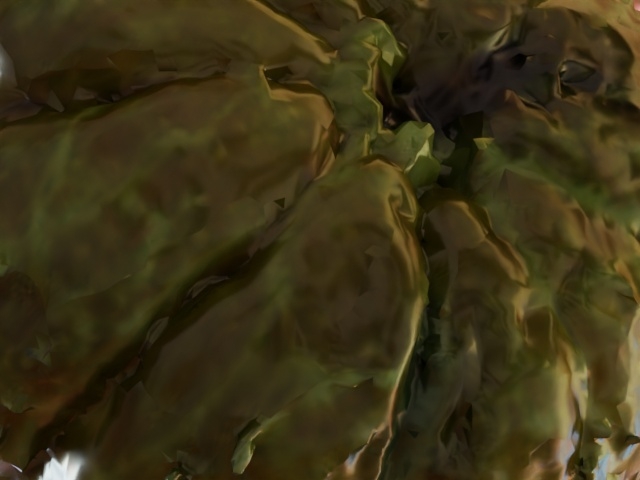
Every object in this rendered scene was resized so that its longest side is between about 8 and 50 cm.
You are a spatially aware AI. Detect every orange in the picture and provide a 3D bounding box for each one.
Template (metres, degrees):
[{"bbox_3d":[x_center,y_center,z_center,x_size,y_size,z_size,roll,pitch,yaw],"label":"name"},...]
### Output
[{"bbox_3d":[0.000,0.000,0.641,0.301,0.223,0.300,11,-114,-17],"label":"orange"}]
